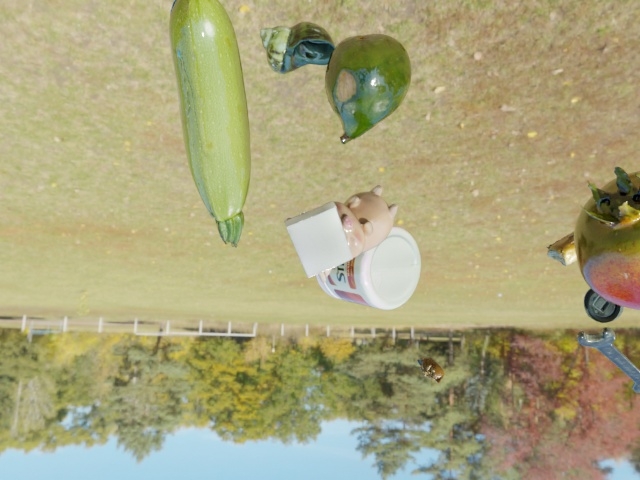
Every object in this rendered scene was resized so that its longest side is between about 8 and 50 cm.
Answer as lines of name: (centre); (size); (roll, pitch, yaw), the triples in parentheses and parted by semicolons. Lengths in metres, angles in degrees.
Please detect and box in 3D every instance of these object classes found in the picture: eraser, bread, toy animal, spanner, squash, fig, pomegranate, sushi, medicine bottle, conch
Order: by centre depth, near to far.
squash: (-0.135, -0.141, 0.672); (0.094, 0.341, 0.094); (-2, -146, 1)
pomegranate: (0.483, -0.010, 0.763); (0.256, 0.221, 0.221); (36, 152, -29)
spanner: (0.498, 0.202, 0.861); (0.254, 0.015, 0.054); (35, 132, -30)
eraser: (0.000, 0.000, 1.028); (0.104, 0.023, 0.150); (-23, 133, -3)
bread: (0.534, 0.007, 1.091); (0.106, 0.053, 0.072); (-29, -155, -4)
fig: (0.097, -0.336, 1.179); (0.195, 0.195, 0.245); (3, 126, -8)
toy animal: (0.063, -0.032, 1.272); (0.250, 0.166, 0.154); (-24, 152, -29)
conch: (-0.067, -0.535, 1.433); (0.181, 0.124, 0.187); (-10, 173, -29)
medicine bottle: (0.147, 0.076, 1.632); (0.252, 0.252, 0.241); (9, 177, -36)
sushi: (0.345, 0.407, 1.643); (0.060, 0.061, 0.118); (-28, -163, -12)

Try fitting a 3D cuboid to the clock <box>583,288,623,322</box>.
clock: (0.630, 0.141, 1.168); (0.017, 0.085, 0.085); (0, 172, -34)
